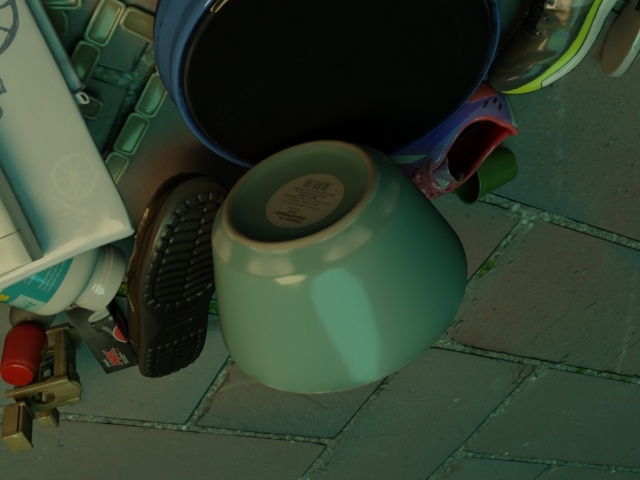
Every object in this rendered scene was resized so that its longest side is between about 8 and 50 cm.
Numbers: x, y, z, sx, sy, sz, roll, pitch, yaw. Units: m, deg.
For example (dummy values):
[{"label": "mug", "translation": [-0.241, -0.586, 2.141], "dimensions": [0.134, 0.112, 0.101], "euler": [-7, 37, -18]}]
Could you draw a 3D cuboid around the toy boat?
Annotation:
[{"label": "toy boat", "translation": [-0.532, 0.146, 1.036], "dimensions": [0.318, 0.148, 0.267], "euler": [-5, 129, -3]}]

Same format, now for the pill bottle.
[{"label": "pill bottle", "translation": [-0.380, 0.004, 0.927], "dimensions": [0.264, 0.146, 0.146], "euler": [27, 120, -36]}]

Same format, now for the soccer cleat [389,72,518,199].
[{"label": "soccer cleat", "translation": [0.130, -0.091, 1.025], "dimensions": [0.109, 0.116, 0.318], "euler": [29, 118, -37]}]

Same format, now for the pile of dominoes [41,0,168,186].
[{"label": "pile of dominoes", "translation": [-0.290, -0.179, 0.876], "dimensions": [0.196, 0.040, 0.251], "euler": [21, 115, -33]}]

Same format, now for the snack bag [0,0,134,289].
[{"label": "snack bag", "translation": [-0.388, -0.098, 0.772], "dimensions": [0.323, 0.037, 0.342], "euler": [-25, 97, 3]}]

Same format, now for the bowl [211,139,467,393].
[{"label": "bowl", "translation": [0.000, 0.000, 0.857], "dimensions": [0.312, 0.311, 0.163], "euler": [-21, 129, 2]}]

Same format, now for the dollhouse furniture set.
[{"label": "dollhouse furniture set", "translation": [-0.395, 0.251, 1.134], "dimensions": [0.101, 0.182, 0.161], "euler": [-14, 135, -5]}]

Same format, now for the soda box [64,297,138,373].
[{"label": "soda box", "translation": [-0.329, 0.129, 1.130], "dimensions": [0.060, 0.053, 0.169], "euler": [-17, 136, -2]}]

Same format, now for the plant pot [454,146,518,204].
[{"label": "plant pot", "translation": [0.240, -0.103, 1.088], "dimensions": [0.079, 0.083, 0.083], "euler": [-19, 137, -19]}]

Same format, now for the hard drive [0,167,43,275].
[{"label": "hard drive", "translation": [-0.457, -0.096, 0.731], "dimensions": [0.233, 0.047, 0.353], "euler": [-23, 97, 4]}]

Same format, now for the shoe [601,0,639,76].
[{"label": "shoe", "translation": [0.441, -0.291, 0.973], "dimensions": [0.081, 0.063, 0.178], "euler": [5, 127, -16]}]

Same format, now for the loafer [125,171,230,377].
[{"label": "loafer", "translation": [-0.216, 0.040, 1.018], "dimensions": [0.134, 0.130, 0.366], "euler": [-14, 142, -36]}]

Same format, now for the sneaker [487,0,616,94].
[{"label": "sneaker", "translation": [0.290, -0.311, 0.889], "dimensions": [0.121, 0.111, 0.300], "euler": [25, 113, -27]}]

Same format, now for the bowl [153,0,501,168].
[{"label": "bowl", "translation": [0.015, -0.211, 0.834], "dimensions": [0.391, 0.077, 0.391], "euler": [-11, 149, -6]}]
